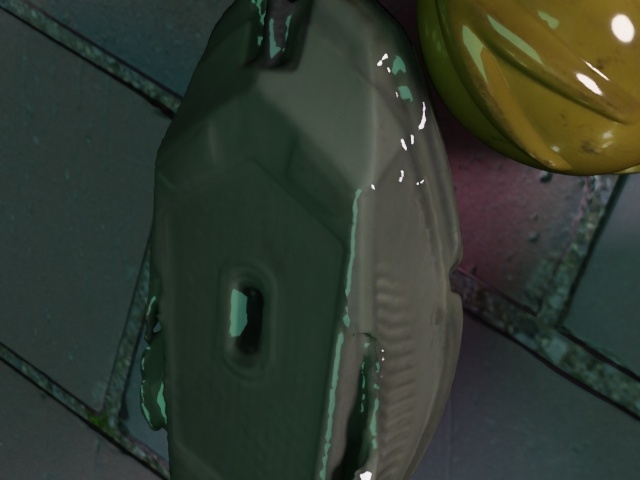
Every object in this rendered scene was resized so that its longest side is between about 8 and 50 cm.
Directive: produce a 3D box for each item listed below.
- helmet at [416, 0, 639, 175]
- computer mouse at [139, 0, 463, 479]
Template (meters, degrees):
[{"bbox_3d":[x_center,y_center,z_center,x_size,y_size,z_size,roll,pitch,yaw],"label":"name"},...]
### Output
[{"bbox_3d":[0.135,-0.140,0.976,0.205,0.140,0.257,-38,87,38],"label":"helmet"},{"bbox_3d":[-0.003,0.034,1.091,0.228,0.145,0.428,14,105,44],"label":"computer mouse"}]
